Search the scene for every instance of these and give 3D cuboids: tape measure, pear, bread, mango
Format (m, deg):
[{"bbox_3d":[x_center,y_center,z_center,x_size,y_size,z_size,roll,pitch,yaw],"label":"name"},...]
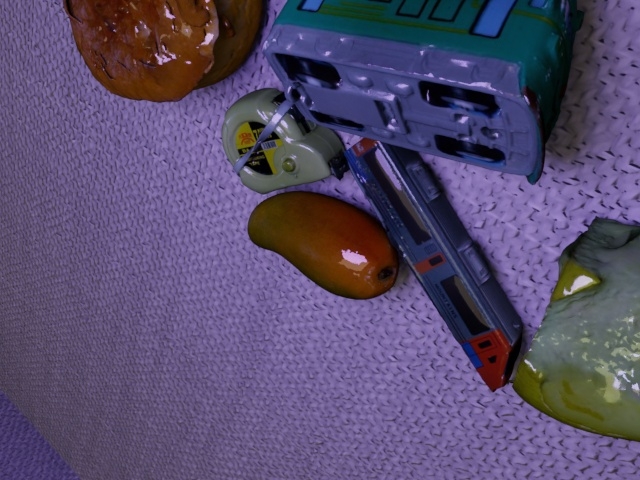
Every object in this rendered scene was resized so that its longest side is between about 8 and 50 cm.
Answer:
[{"bbox_3d":[-0.073,-0.160,0.872,0.200,0.106,0.175,-11,116,40],"label":"tape measure"},{"bbox_3d":[0.389,0.139,0.619,0.282,0.176,0.286,25,122,23],"label":"pear"},{"bbox_3d":[-0.249,-0.397,0.841,0.359,0.204,0.336,16,119,34],"label":"bread"},{"bbox_3d":[0.001,-0.003,0.862,0.289,0.129,0.146,29,141,26],"label":"mango"}]

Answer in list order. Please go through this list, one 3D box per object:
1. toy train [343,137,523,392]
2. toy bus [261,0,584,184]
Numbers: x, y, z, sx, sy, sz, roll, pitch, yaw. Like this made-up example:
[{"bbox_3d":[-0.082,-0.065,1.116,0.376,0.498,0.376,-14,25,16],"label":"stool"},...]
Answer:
[{"bbox_3d":[0.179,0.020,0.773,0.089,0.086,0.409,-34,87,37],"label":"toy train"},{"bbox_3d":[0.125,-0.219,0.638,0.344,0.183,0.199,22,77,27],"label":"toy bus"}]
